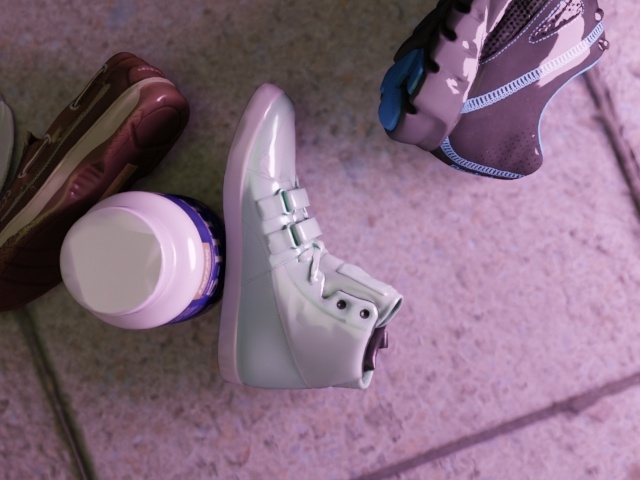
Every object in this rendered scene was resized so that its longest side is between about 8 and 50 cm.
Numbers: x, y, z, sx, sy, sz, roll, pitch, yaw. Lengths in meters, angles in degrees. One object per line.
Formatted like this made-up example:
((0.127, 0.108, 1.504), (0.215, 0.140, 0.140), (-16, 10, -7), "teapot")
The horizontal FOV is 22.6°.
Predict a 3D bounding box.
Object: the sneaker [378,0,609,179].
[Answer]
((0.175, -0.212, 1.299), (0.140, 0.125, 0.340), (27, 93, -18), "sneaker")

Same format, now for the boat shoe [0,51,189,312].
((-0.221, -0.053, 1.377), (0.257, 0.095, 0.095), (-46, 60, 8), "boat shoe")

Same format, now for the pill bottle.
((-0.142, 0.016, 1.302), (0.112, 0.187, 0.112), (0, 91, 10), "pill bottle")

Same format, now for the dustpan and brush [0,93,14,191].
((-0.331, -0.028, 1.359), (0.060, 0.147, 0.211), (15, 95, 48), "dustpan and brush")

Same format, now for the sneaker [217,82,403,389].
((0.000, 0.000, 1.323), (0.151, 0.094, 0.255), (6, 101, 16), "sneaker")
